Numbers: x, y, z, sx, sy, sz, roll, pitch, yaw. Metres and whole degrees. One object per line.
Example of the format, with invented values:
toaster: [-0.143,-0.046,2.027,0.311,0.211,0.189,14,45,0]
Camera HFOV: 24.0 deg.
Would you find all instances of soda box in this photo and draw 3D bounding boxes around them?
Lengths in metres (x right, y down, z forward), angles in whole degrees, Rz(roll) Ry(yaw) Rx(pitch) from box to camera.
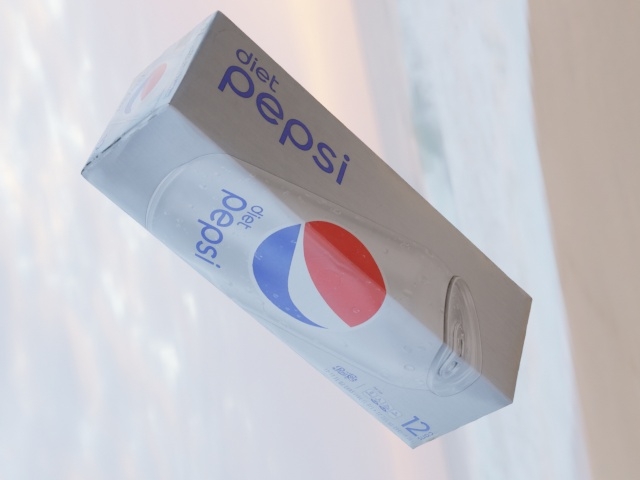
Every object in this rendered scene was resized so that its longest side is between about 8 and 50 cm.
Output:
soda box: [0.000,0.000,0.919,0.286,0.091,0.098,42,-138,-20]
